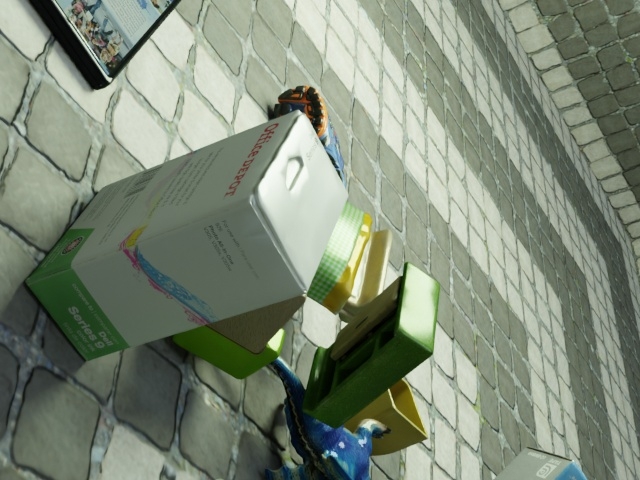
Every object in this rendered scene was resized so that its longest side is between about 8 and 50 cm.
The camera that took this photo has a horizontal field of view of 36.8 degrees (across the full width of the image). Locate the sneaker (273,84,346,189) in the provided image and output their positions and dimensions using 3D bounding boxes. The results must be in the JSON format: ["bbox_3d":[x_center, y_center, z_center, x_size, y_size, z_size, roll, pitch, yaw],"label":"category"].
[{"bbox_3d":[0.000,-0.083,1.187,0.087,0.083,0.221,41,40,-59],"label":"sneaker"}]

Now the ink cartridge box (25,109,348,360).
[{"bbox_3d":[-0.100,-0.005,0.768,0.093,0.212,0.154,59,27,-22],"label":"ink cartridge box"}]

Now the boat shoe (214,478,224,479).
[{"bbox_3d":[-0.041,0.273,0.844,0.190,0.072,0.068,50,31,-36],"label":"boat shoe"}]

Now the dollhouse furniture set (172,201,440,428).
[{"bbox_3d":[0.000,0.000,0.955,0.198,0.151,0.301,32,37,-14],"label":"dollhouse furniture set"}]

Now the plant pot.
[{"bbox_3d":[0.058,0.194,1.078,0.081,0.083,0.081,46,18,-41],"label":"plant pot"}]

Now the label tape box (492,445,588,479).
[{"bbox_3d":[0.213,0.438,1.093,0.334,0.106,0.240,-40,103,-18],"label":"label tape box"}]

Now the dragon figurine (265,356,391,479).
[{"bbox_3d":[0.001,0.220,0.953,0.289,0.085,0.144,54,29,-33],"label":"dragon figurine"}]

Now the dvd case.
[{"bbox_3d":[-0.221,-0.278,0.953,0.180,0.022,0.253,58,27,-25],"label":"dvd case"}]
